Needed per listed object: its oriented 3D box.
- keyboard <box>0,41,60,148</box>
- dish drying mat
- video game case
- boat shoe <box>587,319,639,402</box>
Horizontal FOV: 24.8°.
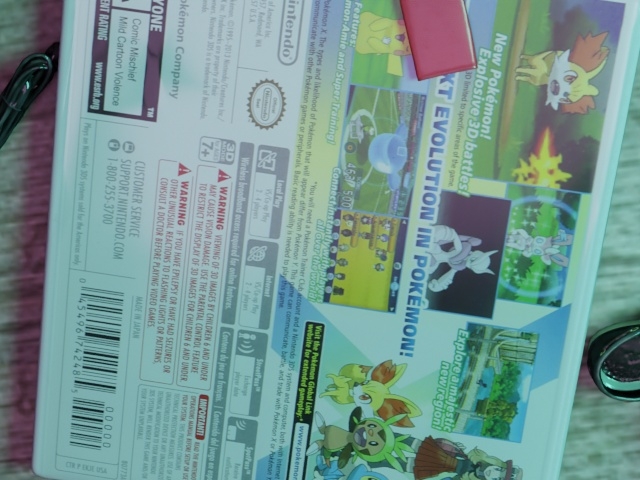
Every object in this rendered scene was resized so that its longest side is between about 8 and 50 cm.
[{"bbox_3d":[-0.245,-0.099,0.791,0.201,0.033,0.317,37,108,-6],"label":"keyboard"},{"bbox_3d":[0.055,-0.123,0.725,0.032,0.008,0.083,-11,106,10],"label":"dish drying mat"},{"bbox_3d":[0.000,0.000,0.792,0.299,0.036,0.329,9,107,4],"label":"video game case"},{"bbox_3d":[0.209,0.054,0.782,0.133,0.042,0.049,-18,102,10],"label":"boat shoe"}]
